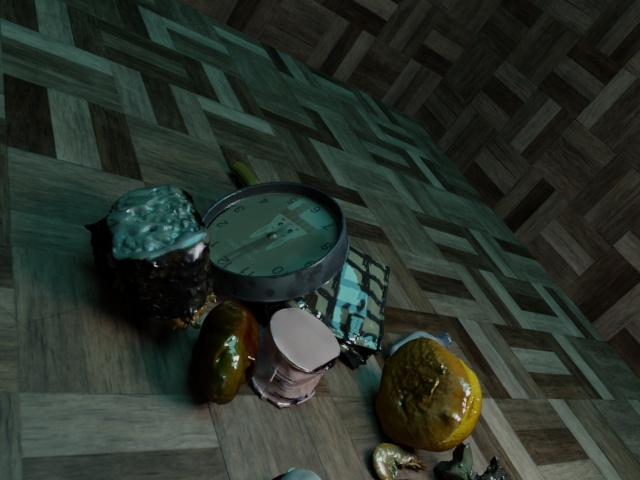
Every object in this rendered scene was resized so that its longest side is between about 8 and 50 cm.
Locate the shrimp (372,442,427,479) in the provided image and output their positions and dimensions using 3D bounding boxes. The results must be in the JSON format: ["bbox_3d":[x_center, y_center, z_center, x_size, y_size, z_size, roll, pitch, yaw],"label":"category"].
[{"bbox_3d":[0.178,0.494,1.250,0.162,0.045,0.095,26,29,-26],"label":"shrimp"}]

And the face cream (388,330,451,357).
[{"bbox_3d":[0.301,0.322,1.647,0.144,0.071,0.291,46,28,16],"label":"face cream"}]

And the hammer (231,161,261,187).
[{"bbox_3d":[-0.188,-0.147,1.764,0.201,0.113,0.305,3,37,-53],"label":"hammer"}]

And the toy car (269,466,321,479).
[{"bbox_3d":[-0.049,0.441,0.978,0.139,0.112,0.112,2,44,-50],"label":"toy car"}]

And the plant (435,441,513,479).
[{"bbox_3d":[0.357,0.554,1.290,0.203,0.142,0.131,53,38,10],"label":"plant"}]

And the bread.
[{"bbox_3d":[0.244,0.365,1.328,0.145,0.268,0.269,35,24,-34],"label":"bread"}]

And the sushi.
[{"bbox_3d":[-0.346,0.024,1.190,0.234,0.208,0.349,-12,32,-12],"label":"sushi"}]

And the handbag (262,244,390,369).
[{"bbox_3d":[0.020,0.135,1.505,0.325,0.163,0.327,28,34,-15],"label":"handbag"}]

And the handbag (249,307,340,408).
[{"bbox_3d":[-0.060,0.253,1.261,0.179,0.116,0.205,48,27,18],"label":"handbag"}]

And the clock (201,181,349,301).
[{"bbox_3d":[-0.118,-0.011,1.423,0.385,0.077,0.386,-2,40,2],"label":"clock"}]

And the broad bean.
[{"bbox_3d":[-0.179,0.216,1.129,0.121,0.156,0.229,24,23,-21],"label":"broad bean"}]
